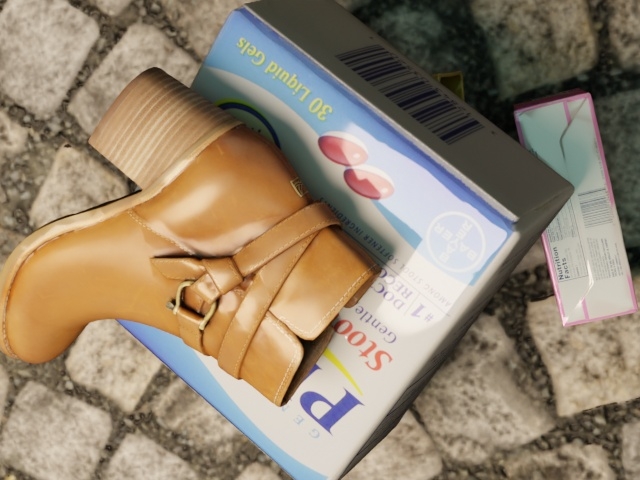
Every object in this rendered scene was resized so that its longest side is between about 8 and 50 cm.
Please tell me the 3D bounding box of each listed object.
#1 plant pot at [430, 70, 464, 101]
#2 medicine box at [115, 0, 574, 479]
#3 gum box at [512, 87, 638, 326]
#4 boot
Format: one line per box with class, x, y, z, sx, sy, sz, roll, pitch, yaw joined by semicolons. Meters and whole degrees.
plant pot;0.073;-0.098;0.973;0.083;0.081;0.081;-2;99;20
medicine box;0.000;0.000;0.908;0.263;0.149;0.289;39;118;12
gum box;0.208;-0.026;0.947;0.062;0.107;0.189;-13;97;11
boot;-0.102;0.042;0.840;0.220;0.109;0.283;41;112;7
